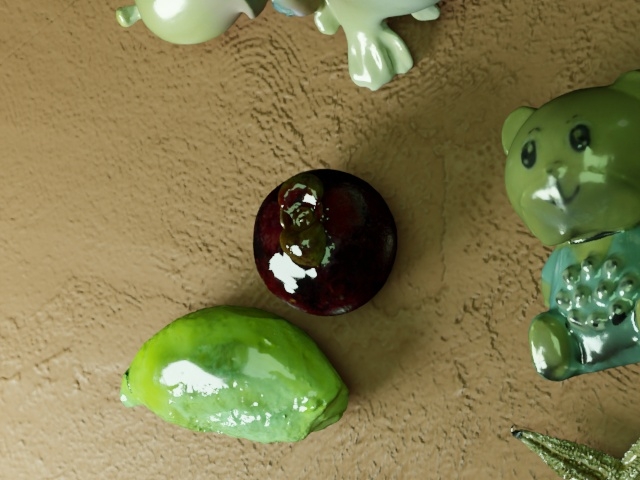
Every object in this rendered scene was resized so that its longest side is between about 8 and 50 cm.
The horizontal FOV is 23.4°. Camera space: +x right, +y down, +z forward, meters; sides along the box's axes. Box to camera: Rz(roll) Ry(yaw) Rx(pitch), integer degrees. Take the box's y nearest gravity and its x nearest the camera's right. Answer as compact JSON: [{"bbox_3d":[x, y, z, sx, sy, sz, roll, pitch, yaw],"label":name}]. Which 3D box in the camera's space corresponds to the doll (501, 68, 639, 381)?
[{"bbox_3d":[0.267,-0.016,1.424,0.177,0.161,0.261,-18,84,39],"label":"doll"}]

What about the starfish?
[{"bbox_3d":[0.283,0.253,1.472,0.227,0.043,0.240,12,96,21],"label":"starfish"}]

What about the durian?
[{"bbox_3d":[-0.092,0.135,1.572,0.250,0.101,0.139,10,92,19],"label":"durian"}]

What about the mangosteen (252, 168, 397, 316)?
[{"bbox_3d":[0.000,0.000,1.522,0.152,0.152,0.152,-1,88,19],"label":"mangosteen"}]

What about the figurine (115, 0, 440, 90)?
[{"bbox_3d":[-0.024,-0.265,1.540,0.394,0.226,0.274,-13,113,24],"label":"figurine"}]
